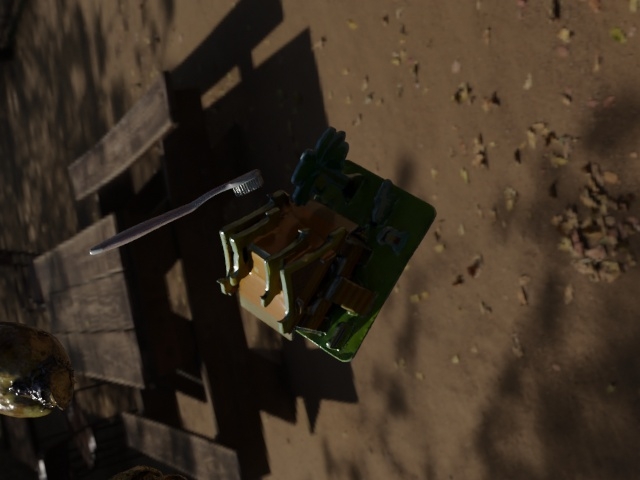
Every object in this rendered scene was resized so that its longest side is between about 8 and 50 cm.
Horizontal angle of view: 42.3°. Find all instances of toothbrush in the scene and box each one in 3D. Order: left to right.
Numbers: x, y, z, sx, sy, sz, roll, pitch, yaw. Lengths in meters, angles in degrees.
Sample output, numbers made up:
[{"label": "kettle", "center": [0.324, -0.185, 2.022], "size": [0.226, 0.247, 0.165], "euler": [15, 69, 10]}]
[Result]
[{"label": "toothbrush", "center": [-0.234, -0.041, 1.351], "size": [0.025, 0.307, 0.029], "euler": [-122, 7, -68]}]

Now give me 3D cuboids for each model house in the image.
[{"label": "model house", "center": [0.000, 0.000, 1.408], "size": [0.242, 0.313, 0.358], "euler": [33, 93, 23]}]

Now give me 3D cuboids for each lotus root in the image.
[{"label": "lotus root", "center": [-0.559, 0.227, 1.487], "size": [0.314, 0.141, 0.169], "euler": [7, 118, 25]}]

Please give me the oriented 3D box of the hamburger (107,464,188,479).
[{"label": "hamburger", "center": [-0.254, 0.411, 1.187], "size": [0.113, 0.185, 0.177], "euler": [-2, 94, 22]}]
